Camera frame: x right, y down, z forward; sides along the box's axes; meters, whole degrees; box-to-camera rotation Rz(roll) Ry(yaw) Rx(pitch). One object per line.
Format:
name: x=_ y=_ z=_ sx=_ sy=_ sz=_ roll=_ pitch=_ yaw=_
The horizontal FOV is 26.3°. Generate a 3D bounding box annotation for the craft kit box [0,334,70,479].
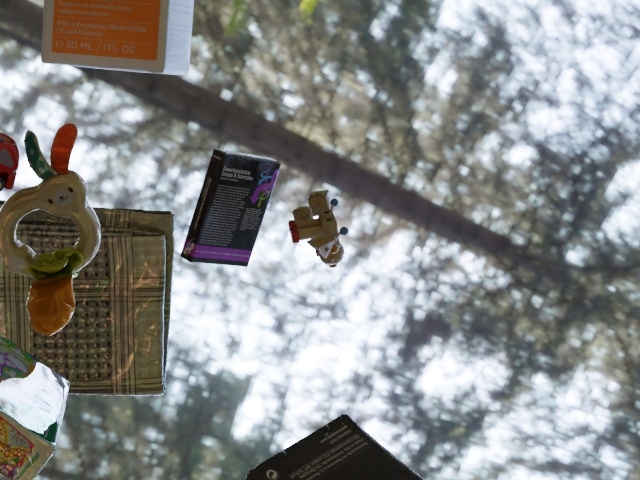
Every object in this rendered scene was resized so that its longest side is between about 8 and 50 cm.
craft kit box: x=-0.371 y=0.125 z=1.373 sx=0.061 sy=0.247 sz=0.250 roll=-56 pitch=-169 yaw=3

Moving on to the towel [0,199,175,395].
towel: x=-0.393 y=0.095 z=2.181 sx=0.056 sy=0.312 sz=0.324 roll=-91 pitch=-175 yaw=-76

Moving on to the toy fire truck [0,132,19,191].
toy fire truck: x=-0.421 y=-0.126 z=1.523 sx=0.047 sy=0.192 sz=0.135 roll=41 pitch=-60 yaw=46

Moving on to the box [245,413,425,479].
box: x=0.040 y=0.408 z=1.499 sx=0.294 sy=0.183 sz=0.296 roll=36 pitch=-54 yaw=25

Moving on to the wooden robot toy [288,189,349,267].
wooden robot toy: x=0.000 y=0.000 z=1.856 sx=0.076 sy=0.079 sz=0.173 roll=-14 pitch=-154 yaw=-1

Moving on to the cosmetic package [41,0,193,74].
cosmetic package: x=-0.339 y=-0.522 z=2.368 sx=0.230 sy=0.161 sz=0.453 roll=5 pitch=-83 yaw=10

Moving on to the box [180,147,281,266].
box: x=-0.125 y=-0.045 z=1.919 sx=0.029 sy=0.116 sz=0.162 roll=29 pitch=-76 yaw=39

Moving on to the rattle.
rattle: x=-0.317 y=-0.017 z=1.581 sx=0.142 sy=0.130 sz=0.199 roll=-69 pitch=-179 yaw=-58
